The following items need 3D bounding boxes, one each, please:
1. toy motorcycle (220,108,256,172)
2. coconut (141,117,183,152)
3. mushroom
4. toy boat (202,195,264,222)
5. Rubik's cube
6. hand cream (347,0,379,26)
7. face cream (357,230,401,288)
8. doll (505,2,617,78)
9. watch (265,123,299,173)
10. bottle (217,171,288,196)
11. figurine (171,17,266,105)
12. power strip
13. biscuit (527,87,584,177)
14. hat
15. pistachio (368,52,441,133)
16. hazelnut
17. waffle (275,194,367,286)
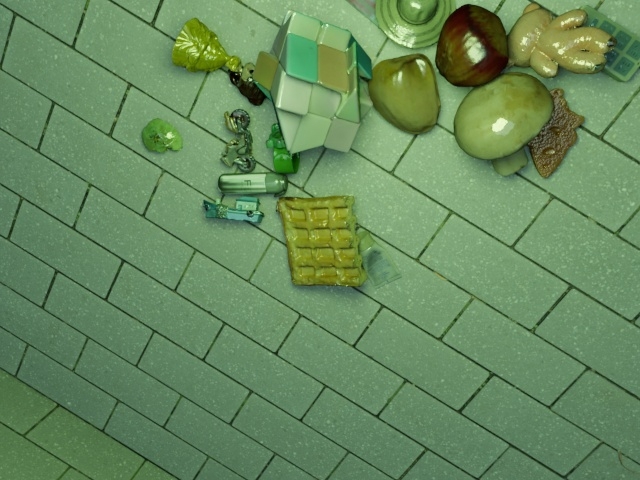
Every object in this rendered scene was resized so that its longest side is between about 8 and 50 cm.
[{"bbox_3d":[-0.305,-0.351,1.595,0.130,0.094,0.229,1,119,9],"label":"toy motorcycle"},{"bbox_3d":[-0.603,-0.389,1.665,0.158,0.055,0.133,-7,106,11],"label":"coconut"},{"bbox_3d":[0.571,-0.346,1.370,0.292,0.292,0.290,-35,127,18],"label":"mushroom"},{"bbox_3d":[-0.330,-0.123,1.673,0.238,0.109,0.098,5,87,6],"label":"toy boat"},{"bbox_3d":[-0.017,-0.459,1.344,0.358,0.387,0.368,8,123,-22],"label":"Rubik's cube"},{"bbox_3d":[0.187,-0.734,1.425,0.275,0.050,0.079,41,84,3],"label":"hand cream"},{"bbox_3d":[0.200,0.073,1.657,0.114,0.070,0.224,-28,112,17],"label":"face cream"},{"bbox_3d":[0.691,-0.559,1.302,0.303,0.156,0.201,37,106,33],"label":"doll"},{"bbox_3d":[-0.109,-0.317,1.564,0.131,0.165,0.152,0,131,9],"label":"watch"},{"bbox_3d":[-0.246,-0.203,1.641,0.254,0.079,0.096,-1,120,11],"label":"bottle"},{"bbox_3d":[-0.308,-0.592,1.502,0.315,0.187,0.168,26,105,-7],"label":"figurine"},{"bbox_3d":[0.847,-0.590,1.340,0.270,0.046,0.118,33,109,1],"label":"power strip"},{"bbox_3d":[0.740,-0.342,1.435,0.183,0.043,0.280,1,111,14],"label":"biscuit"},{"bbox_3d":[0.291,-0.718,1.339,0.252,0.110,0.252,0,92,2],"label":"hat"},{"bbox_3d":[0.271,-0.460,1.433,0.213,0.163,0.260,-6,120,33],"label":"pistachio"},{"bbox_3d":[0.439,-0.563,1.315,0.217,0.251,0.217,-7,147,-5],"label":"hazelnut"},{"bbox_3d":[0.000,0.001,1.619,0.304,0.077,0.348,0,108,30],"label":"waffle"}]
